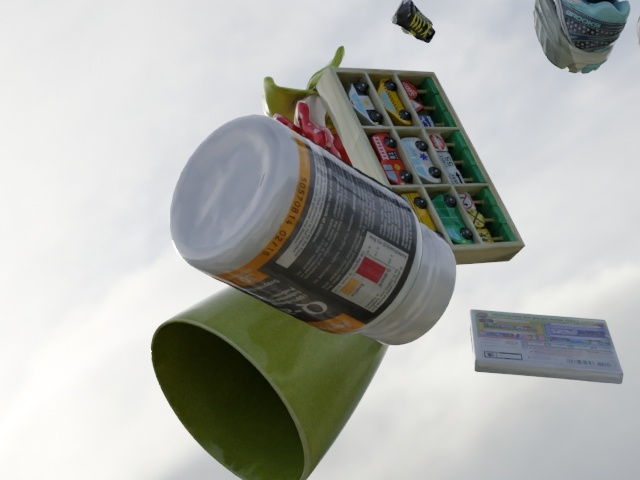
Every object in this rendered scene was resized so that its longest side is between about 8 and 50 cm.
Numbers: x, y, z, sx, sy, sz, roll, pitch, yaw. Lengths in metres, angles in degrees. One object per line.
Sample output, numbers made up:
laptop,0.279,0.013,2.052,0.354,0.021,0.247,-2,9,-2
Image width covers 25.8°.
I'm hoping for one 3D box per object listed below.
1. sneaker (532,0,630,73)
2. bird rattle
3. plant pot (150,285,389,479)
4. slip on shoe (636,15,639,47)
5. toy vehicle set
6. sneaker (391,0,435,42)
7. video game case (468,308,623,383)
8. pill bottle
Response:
sneaker,0.298,-0.350,1.690,0.110,0.283,0.122,-14,-20,-27
bird rattle,0.015,-0.127,1.786,0.143,0.253,0.207,-33,-59,14
plant pot,-0.027,0.139,1.868,0.293,0.275,0.275,-39,-10,-34
slip on shoe,0.368,-0.243,1.471,0.051,0.135,0.041,22,-25,-16
toy vehicle set,0.116,-0.089,1.642,0.166,0.267,0.035,-4,-32,-37
sneaker,0.099,-0.225,1.434,0.031,0.035,0.083,-59,-16,6
video game case,0.329,0.155,2.065,0.212,0.193,0.023,4,-70,2
pill bottle,0.000,0.000,1.379,0.162,0.162,0.278,-32,-42,30
